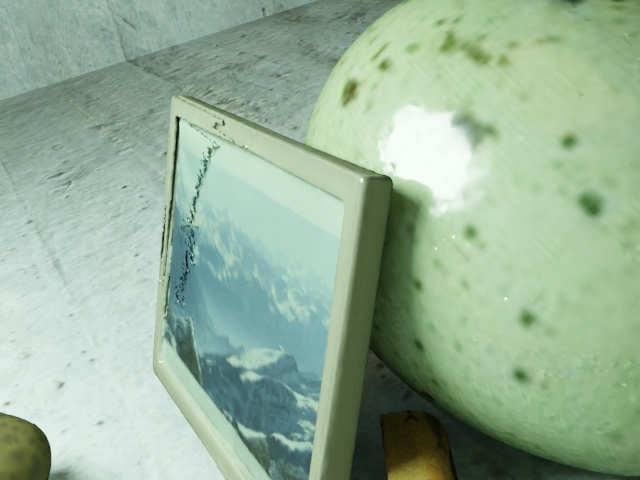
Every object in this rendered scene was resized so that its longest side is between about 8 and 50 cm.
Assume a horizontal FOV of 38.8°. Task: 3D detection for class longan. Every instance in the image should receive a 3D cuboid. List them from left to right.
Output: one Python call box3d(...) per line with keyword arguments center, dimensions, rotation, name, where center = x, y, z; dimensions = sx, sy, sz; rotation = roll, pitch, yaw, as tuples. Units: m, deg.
box3d(center=(-0.244, 0.162, 0.643), dimensions=(0.113, 0.092, 0.113), rotation=(-14, 22, 6), name="longan")

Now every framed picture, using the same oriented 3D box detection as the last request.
box3d(center=(-0.057, 0.042, 0.629), dimensions=(0.022, 0.248, 0.335), rotation=(0, 16, -26), name="framed picture")

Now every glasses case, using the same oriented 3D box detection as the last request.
box3d(center=(0.063, 0.165, 0.492), dimensions=(0.041, 0.065, 0.170), rotation=(-12, 23, 4), name="glasses case")

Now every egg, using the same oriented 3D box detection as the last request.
box3d(center=(0.148, -0.018, 0.570), dimensions=(0.287, 0.288, 0.379), rotation=(-27, 34, -27), name="egg")

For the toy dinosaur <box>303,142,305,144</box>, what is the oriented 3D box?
box3d(center=(0.013, -0.112, 1.162), dimensions=(0.247, 0.075, 0.188), rotation=(-9, 15, 27), name="toy dinosaur")
